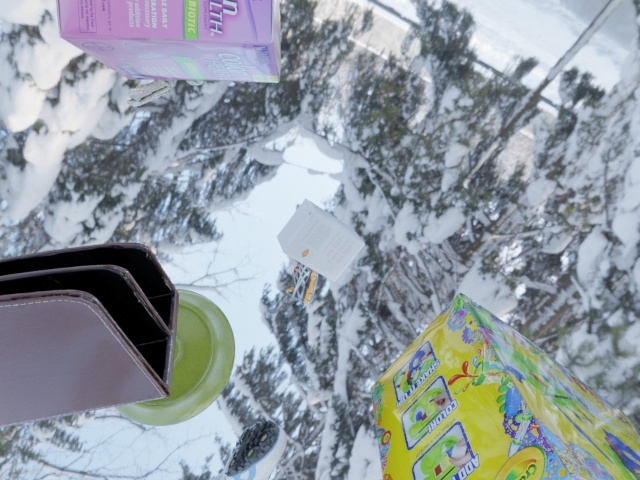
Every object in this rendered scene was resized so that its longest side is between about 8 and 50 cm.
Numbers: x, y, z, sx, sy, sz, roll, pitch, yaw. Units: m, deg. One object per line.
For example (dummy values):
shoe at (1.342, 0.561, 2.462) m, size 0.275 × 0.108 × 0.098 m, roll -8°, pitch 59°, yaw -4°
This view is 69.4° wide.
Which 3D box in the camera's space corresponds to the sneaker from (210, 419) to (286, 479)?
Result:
sneaker at (-0.097, 0.323, 0.619) m, size 0.086 × 0.237 × 0.085 m, roll 32°, pitch -150°, yaw -2°

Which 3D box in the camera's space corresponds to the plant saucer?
plant saucer at (-0.272, 0.196, 0.810) m, size 0.241 × 0.037 × 0.241 m, roll 0°, pitch -112°, yaw -1°

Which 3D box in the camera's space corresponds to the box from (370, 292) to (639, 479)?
box at (0.225, 0.249, 0.464) m, size 0.290 × 0.177 × 0.279 m, roll 36°, pitch -165°, yaw -10°

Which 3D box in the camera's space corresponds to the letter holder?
letter holder at (-0.344, 0.086, 0.511) m, size 0.302 × 0.214 × 0.152 m, roll -11°, pitch -133°, yaw 0°

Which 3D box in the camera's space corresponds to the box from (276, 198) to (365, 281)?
box at (0.000, 0.000, 1.159) m, size 0.170 × 0.130 × 0.091 m, roll 32°, pitch -167°, yaw -28°

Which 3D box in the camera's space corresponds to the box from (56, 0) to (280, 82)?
box at (-0.178, -0.295, 0.620) m, size 0.243 × 0.117 × 0.213 m, roll -1°, pitch -173°, yaw -3°

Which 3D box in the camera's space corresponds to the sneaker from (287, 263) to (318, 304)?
sneaker at (-0.046, 0.096, 1.452) m, size 0.083 × 0.215 × 0.084 m, roll 17°, pitch -168°, yaw 10°

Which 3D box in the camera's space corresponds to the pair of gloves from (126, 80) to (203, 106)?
pair of gloves at (-0.309, -0.351, 1.015) m, size 0.240 × 0.042 × 0.204 m, roll -34°, pitch -149°, yaw -19°
